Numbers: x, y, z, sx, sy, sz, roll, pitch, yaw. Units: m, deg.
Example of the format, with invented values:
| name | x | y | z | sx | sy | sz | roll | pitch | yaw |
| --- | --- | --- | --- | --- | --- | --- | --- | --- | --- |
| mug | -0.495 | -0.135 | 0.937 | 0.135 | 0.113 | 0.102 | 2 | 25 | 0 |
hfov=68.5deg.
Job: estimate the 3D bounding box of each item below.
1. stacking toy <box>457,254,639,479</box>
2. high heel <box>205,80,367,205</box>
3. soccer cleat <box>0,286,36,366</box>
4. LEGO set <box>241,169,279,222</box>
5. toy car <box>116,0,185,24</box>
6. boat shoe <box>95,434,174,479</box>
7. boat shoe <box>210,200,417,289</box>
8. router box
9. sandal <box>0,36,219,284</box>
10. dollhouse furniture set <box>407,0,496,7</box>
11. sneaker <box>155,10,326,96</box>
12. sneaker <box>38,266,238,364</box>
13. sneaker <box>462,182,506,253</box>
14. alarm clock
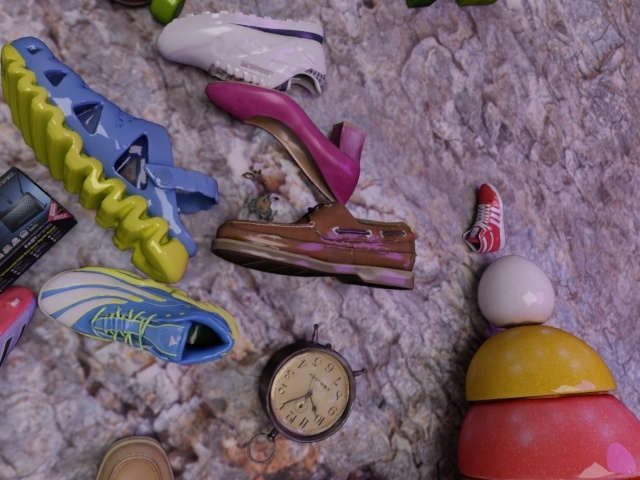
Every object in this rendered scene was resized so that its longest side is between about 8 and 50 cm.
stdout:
| name | x | y | z | sx | sy | sz | roll | pitch | yaw |
| --- | --- | --- | --- | --- | --- | --- | --- | --- | --- |
| stacking toy | 0.336 | 0.250 | 0.699 | 0.350 | 0.350 | 0.480 | 6 | 70 | -21 |
| high heel | -0.052 | -0.134 | 0.661 | 0.244 | 0.082 | 0.117 | 17 | 87 | -26 |
| soccer cleat | -0.384 | 0.155 | 0.486 | 0.083 | 0.095 | 0.248 | 5 | 43 | 13 |
| LEGO set | -0.087 | -0.059 | 0.670 | 0.054 | 0.023 | 0.083 | 3 | 73 | -23 |
| toy car | -0.211 | -0.380 | 0.546 | 0.155 | 0.188 | 0.149 | 31 | 77 | -17 |
| boat shoe | -0.221 | 0.384 | 0.554 | 0.104 | 0.089 | 0.285 | 0 | 87 | -21 |
| boat shoe | 0.000 | 0.000 | 0.660 | 0.307 | 0.110 | 0.104 | 12 | 79 | -30 |
| router box | -0.356 | -0.012 | 0.531 | 0.092 | 0.038 | 0.122 | 35 | 73 | 16 |
| sandal | -0.241 | -0.102 | 0.567 | 0.138 | 0.126 | 0.317 | -46 | 107 | -31 |
| dollhouse furniture set | 0.266 | -0.480 | 0.673 | 0.197 | 0.301 | 0.151 | -13 | 94 | -19 |
| sneaker | -0.100 | -0.248 | 0.641 | 0.235 | 0.090 | 0.095 | -6 | 99 | -20 |
| sneaker | -0.206 | 0.088 | 0.556 | 0.240 | 0.126 | 0.091 | 16 | 82 | -20 |
| sneaker | 0.273 | -0.036 | 0.793 | 0.067 | 0.042 | 0.118 | -13 | 94 | -24 |
| alarm clock | -0.032 | 0.222 | 0.650 | 0.129 | 0.064 | 0.192 | 45 | 71 | -13 |
